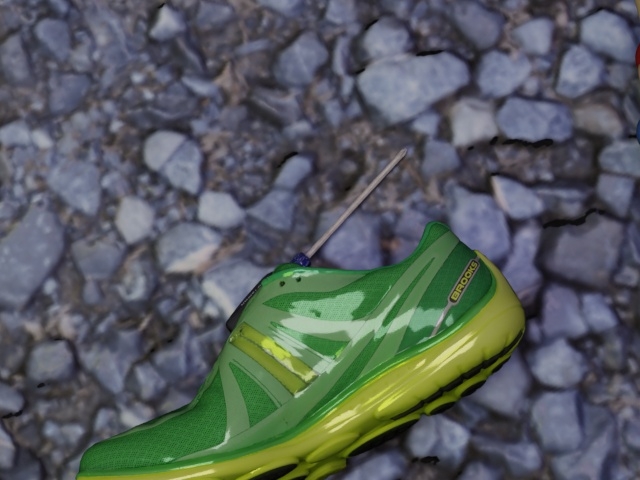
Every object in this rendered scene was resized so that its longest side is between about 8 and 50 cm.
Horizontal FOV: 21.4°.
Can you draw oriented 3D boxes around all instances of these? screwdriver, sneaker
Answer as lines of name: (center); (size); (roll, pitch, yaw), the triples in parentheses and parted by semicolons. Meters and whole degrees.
screwdriver: (0.000, 0.000, 1.112); (0.024, 0.025, 0.170); (41, 85, 11)
sneaker: (-0.019, 0.085, 1.065); (0.296, 0.109, 0.123); (-26, 68, -7)

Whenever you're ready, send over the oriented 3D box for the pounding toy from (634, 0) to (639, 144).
pounding toy: (0.230, -0.110, 1.053); (0.100, 0.141, 0.130); (1, 79, 6)
